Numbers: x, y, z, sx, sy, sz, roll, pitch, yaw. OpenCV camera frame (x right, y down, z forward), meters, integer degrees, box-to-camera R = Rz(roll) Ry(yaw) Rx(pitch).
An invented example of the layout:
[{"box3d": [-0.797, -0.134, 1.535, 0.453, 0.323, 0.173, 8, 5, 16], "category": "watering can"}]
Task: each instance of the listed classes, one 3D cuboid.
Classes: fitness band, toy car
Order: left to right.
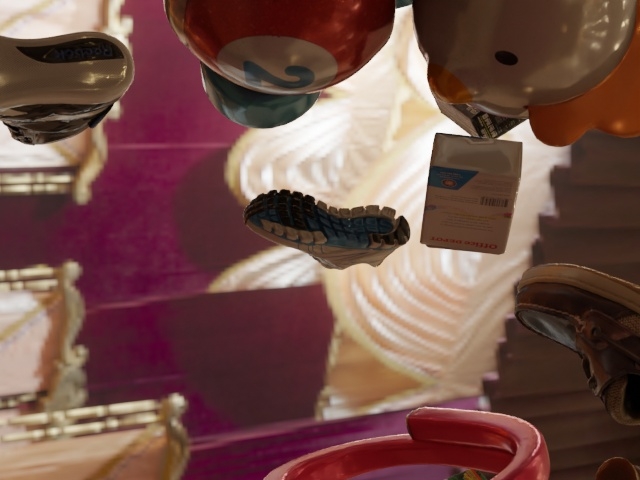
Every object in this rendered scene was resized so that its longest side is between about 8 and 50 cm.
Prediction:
[{"box3d": [0.072, 0.212, 1.190, 0.291, 0.209, 0.054, -5, -76, 54], "category": "fitness band"}, {"box3d": [0.065, -0.121, 0.690, 0.238, 0.210, 0.219, 40, -17, 15], "category": "toy car"}]

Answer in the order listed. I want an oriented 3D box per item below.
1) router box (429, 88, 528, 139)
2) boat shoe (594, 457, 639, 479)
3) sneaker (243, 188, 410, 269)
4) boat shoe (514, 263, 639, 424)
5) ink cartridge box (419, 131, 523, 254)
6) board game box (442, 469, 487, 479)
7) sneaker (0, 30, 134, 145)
[{"box3d": [0.181, -0.155, 1.441, 0.038, 0.092, 0.122, 59, -4, -28], "category": "router box"}, {"box3d": [0.328, 0.341, 1.460, 0.073, 0.073, 0.207, -5, -122, 35], "category": "boat shoe"}, {"box3d": [0.000, 0.000, 1.506, 0.083, 0.190, 0.071, 123, -29, -45], "category": "sneaker"}, {"box3d": [0.241, 0.092, 1.009, 0.285, 0.103, 0.092, 21, -105, 49], "category": "boat shoe"}, {"box3d": [0.148, -0.045, 1.345, 0.122, 0.088, 0.052, 93, 6, -51], "category": "ink cartridge box"}, {"box3d": [0.202, 0.373, 1.512, 0.260, 0.136, 0.030, 48, -47, 30], "category": "board game box"}, {"box3d": [-0.267, -0.116, 1.093, 0.121, 0.216, 0.079, 137, -49, -61], "category": "sneaker"}]
